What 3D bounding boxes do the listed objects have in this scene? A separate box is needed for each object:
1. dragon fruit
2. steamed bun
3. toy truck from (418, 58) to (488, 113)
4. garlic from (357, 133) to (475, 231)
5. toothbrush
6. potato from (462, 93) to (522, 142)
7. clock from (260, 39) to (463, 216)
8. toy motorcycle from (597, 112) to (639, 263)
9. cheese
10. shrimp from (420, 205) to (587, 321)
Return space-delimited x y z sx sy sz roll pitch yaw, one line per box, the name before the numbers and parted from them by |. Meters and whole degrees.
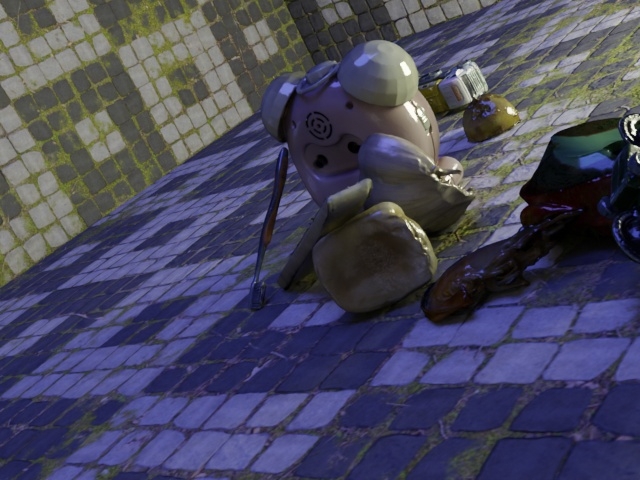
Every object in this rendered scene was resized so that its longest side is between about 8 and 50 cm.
dragon fruit | 0.396 -0.086 1.217 0.268 0.130 0.295 -20 17 8
steamed bun | 0.087 0.018 1.354 0.172 0.140 0.155 -27 6 15
toy truck | 0.305 -0.370 2.239 0.114 0.098 0.227 -43 20 -33
garlic | 0.139 -0.074 1.451 0.178 0.229 0.142 27 78 45
toothbrush | -0.094 -0.026 1.625 0.031 0.023 0.321 -6 66 34
potato | 0.338 -0.272 1.905 0.101 0.089 0.172 -34 19 -13
clock | 0.070 -0.195 1.677 0.342 0.325 0.184 -14 22 36
toy motorcycle | 0.418 -0.038 1.005 0.124 0.187 0.274 111 -178 -47
cheese | 0.000 -0.003 1.432 0.085 0.034 0.400 -33 -9 -21
shrimp | 0.243 0.043 1.164 0.262 0.066 0.117 -32 25 41
